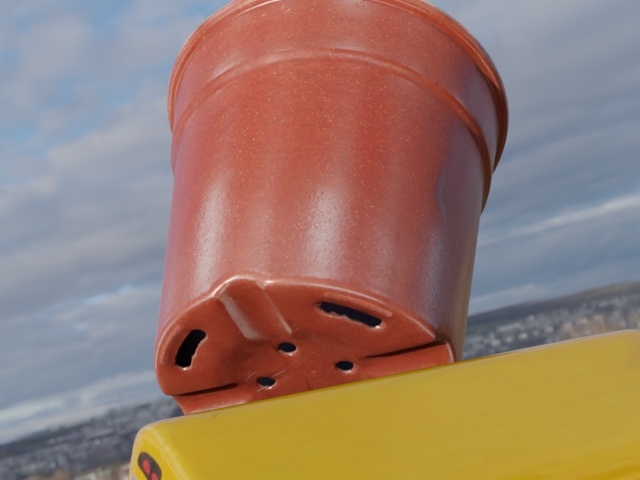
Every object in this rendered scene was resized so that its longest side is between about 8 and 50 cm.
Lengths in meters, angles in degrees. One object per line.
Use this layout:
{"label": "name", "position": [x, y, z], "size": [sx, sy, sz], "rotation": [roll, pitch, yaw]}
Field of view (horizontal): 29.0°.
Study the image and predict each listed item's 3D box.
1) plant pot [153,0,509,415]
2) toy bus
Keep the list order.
{"label": "plant pot", "position": [0.000, 0.000, 0.891], "size": [0.272, 0.265, 0.272], "rotation": [4, -43, 4]}
{"label": "toy bus", "position": [0.082, 0.125, 0.556], "size": [0.332, 0.130, 0.108], "rotation": [-7, 32, -31]}
